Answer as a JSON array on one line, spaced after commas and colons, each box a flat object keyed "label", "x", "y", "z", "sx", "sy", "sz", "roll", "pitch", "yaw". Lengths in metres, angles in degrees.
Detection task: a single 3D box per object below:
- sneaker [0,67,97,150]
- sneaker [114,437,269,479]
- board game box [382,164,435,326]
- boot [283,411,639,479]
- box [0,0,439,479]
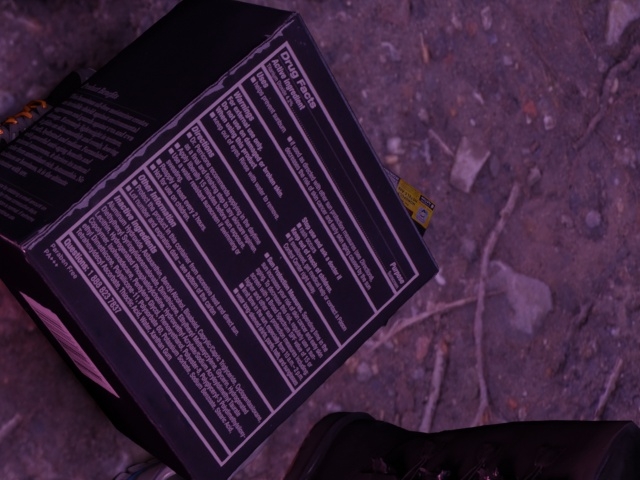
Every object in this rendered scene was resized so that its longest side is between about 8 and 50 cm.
[{"label": "sneaker", "x": -0.267, "y": -0.077, "z": 1.303, "sx": 0.083, "sy": 0.084, "sz": 0.215, "roll": 44, "pitch": 66, "yaw": -21}, {"label": "sneaker", "x": -0.104, "y": 0.212, "z": 1.408, "sx": 0.190, "sy": 0.083, "sz": 0.071, "roll": -37, "pitch": 107, "yaw": -32}, {"label": "board game box", "x": 0.000, "y": 0.000, "z": 1.501, "sx": 0.194, "sy": 0.060, "sz": 0.194, "roll": 35, "pitch": 71, "yaw": -30}, {"label": "boot", "x": 0.091, "y": 0.327, "z": 1.318, "sx": 0.146, "sy": 0.445, "sz": 0.367, "roll": 31, "pitch": 72, "yaw": -31}, {"label": "box", "x": -0.102, "y": -0.002, "z": 1.273, "sx": 0.294, "sy": 0.182, "sz": 0.296, "roll": -42, "pitch": 124, "yaw": -18}]
